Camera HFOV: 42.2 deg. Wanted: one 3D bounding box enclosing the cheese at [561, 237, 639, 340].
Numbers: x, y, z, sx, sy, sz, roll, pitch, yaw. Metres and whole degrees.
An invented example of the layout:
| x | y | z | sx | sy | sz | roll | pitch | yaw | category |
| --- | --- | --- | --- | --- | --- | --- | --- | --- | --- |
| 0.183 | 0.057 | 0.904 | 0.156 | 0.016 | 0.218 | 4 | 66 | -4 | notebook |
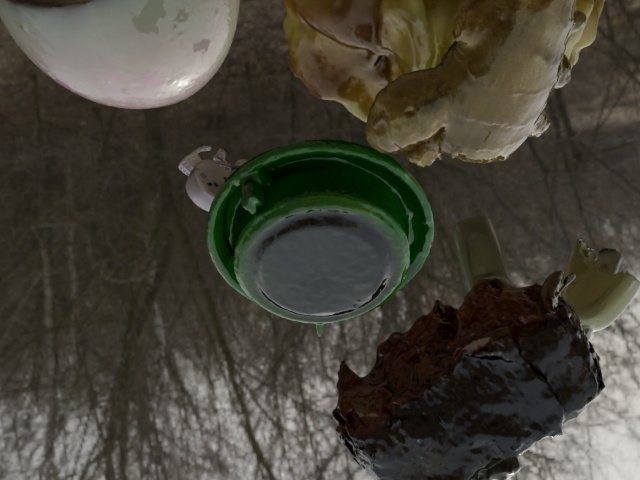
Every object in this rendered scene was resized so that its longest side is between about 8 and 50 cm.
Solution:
| x | y | z | sx | sy | sz | roll | pitch | yaw | category |
| --- | --- | --- | --- | --- | --- | --- | --- | --- | --- |
| 0.382 | 0.112 | 1.213 | 0.049 | 0.235 | 0.127 | 33 | 171 | -33 | cheese |

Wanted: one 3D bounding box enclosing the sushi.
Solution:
| x | y | z | sx | sy | sz | roll | pitch | yaw | category |
| --- | --- | --- | --- | --- | --- | --- | --- | --- | --- |
| 0.181 | 0.172 | 0.987 | 0.343 | 0.182 | 0.196 | -38 | -159 | 4 | sushi |

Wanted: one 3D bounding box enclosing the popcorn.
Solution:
| x | y | z | sx | sy | sz | roll | pitch | yaw | category |
| --- | --- | --- | --- | --- | --- | --- | --- | --- | --- |
| 0.117 | -0.296 | 0.877 | 0.348 | 0.382 | 0.349 | -19 | -157 | 9 | popcorn |

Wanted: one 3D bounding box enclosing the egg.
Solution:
| x | y | z | sx | sy | sz | roll | pitch | yaw | category |
| --- | --- | --- | --- | --- | --- | --- | --- | --- | --- |
| -0.287 | -0.352 | 1.279 | 0.354 | 0.355 | 0.340 | -8 | 146 | 7 | egg |

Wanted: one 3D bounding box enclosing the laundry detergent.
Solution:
| x | y | z | sx | sy | sz | roll | pitch | yaw | category |
| --- | --- | --- | --- | --- | --- | --- | --- | --- | --- |
| 0.337 | 0.084 | 1.664 | 0.091 | 0.253 | 0.181 | -15 | 138 | 8 | laundry detergent |

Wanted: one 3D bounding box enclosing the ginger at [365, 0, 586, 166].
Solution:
| x | y | z | sx | sy | sz | roll | pitch | yaw | category |
| --- | --- | --- | --- | --- | --- | --- | --- | --- | --- |
| 0.126 | -0.116 | 0.577 | 0.205 | 0.115 | 0.081 | -48 | -176 | 39 | ginger |

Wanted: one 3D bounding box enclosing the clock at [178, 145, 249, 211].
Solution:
| x | y | z | sx | sy | sz | roll | pitch | yaw | category |
| --- | --- | --- | --- | --- | --- | --- | --- | --- | --- |
| -0.124 | -0.083 | 1.076 | 0.129 | 0.087 | 0.041 | -20 | 158 | -51 | clock |

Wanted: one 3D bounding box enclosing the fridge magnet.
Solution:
| x | y | z | sx | sy | sz | roll | pitch | yaw | category |
| --- | --- | --- | --- | --- | --- | --- | --- | --- | --- |
| 0.000 | 0.000 | 0.752 | 0.207 | 0.208 | 0.088 | -8 | -138 | 4 | fridge magnet |
